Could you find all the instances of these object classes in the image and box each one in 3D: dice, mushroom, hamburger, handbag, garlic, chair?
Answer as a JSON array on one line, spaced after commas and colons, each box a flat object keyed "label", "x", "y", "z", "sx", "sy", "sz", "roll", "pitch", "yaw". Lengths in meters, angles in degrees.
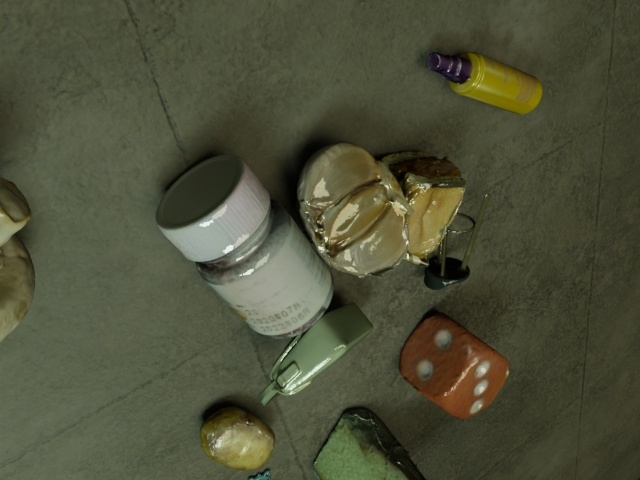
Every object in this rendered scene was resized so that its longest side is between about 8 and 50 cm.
[{"label": "dice", "x": 0.294, "y": 0.281, "z": 1.260, "sx": 0.174, "sy": 0.175, "sz": 0.179, "roll": 35, "pitch": 94, "yaw": -41}, {"label": "mushroom", "x": -0.407, "y": 0.035, "z": 0.622, "sx": 0.209, "sy": 0.206, "sz": 0.206, "roll": -9, "pitch": 126, "yaw": 12}, {"label": "hamburger", "x": 0.160, "y": -0.058, "z": 1.046, "sx": 0.155, "sy": 0.135, "sz": 0.208, "roll": -4, "pitch": 130, "yaw": -17}, {"label": "handbag", "x": -0.019, "y": 0.210, "z": 1.005, "sx": 0.219, "sy": 0.079, "sz": 0.256, "roll": -44, "pitch": 168, "yaw": 11}, {"label": "garlic", "x": 0.037, "y": -0.048, "z": 0.933, "sx": 0.178, "sy": 0.142, "sz": 0.230, "roll": -33, "pitch": 110, "yaw": -21}, {"label": "chair", "x": 0.273, "y": 0.000, "z": 1.140, "sx": 0.095, "sy": 0.104, "sz": 0.222, "roll": 8, "pitch": 121, "yaw": 5}]

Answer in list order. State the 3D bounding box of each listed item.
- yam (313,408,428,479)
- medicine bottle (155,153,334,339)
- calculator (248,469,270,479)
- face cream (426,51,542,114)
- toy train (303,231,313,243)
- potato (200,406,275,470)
[{"label": "yam", "x": 0.141, "y": 0.538, "z": 1.223, "sx": 0.201, "sy": 0.271, "sz": 0.203, "roll": 24, "pitch": 104, "yaw": -42}, {"label": "medicine bottle", "x": -0.106, "y": 0.017, "z": 0.853, "sx": 0.165, "sy": 0.165, "sz": 0.273, "roll": -44, "pitch": 128, "yaw": -9}, {"label": "calculator", "x": -0.135, "y": 0.553, "z": 1.198, "sx": 0.094, "sy": 0.019, "sz": 0.141, "roll": -8, "pitch": 115, "yaw": -32}, {"label": "face cream", "x": 0.299, "y": -0.297, "z": 1.034, "sx": 0.273, "sy": 0.078, "sz": 0.078, "roll": 4, "pitch": 110, "yaw": -36}, {"label": "toy train", "x": 0.000, "y": 0.000, "z": 1.014, "sx": 0.083, "sy": 0.017, "sz": 0.017, "roll": 11, "pitch": 105, "yaw": -37}, {"label": "potato", "x": -0.155, "y": 0.373, "z": 1.052, "sx": 0.170, "sy": 0.080, "sz": 0.107, "roll": 36, "pitch": 91, "yaw": -36}]
